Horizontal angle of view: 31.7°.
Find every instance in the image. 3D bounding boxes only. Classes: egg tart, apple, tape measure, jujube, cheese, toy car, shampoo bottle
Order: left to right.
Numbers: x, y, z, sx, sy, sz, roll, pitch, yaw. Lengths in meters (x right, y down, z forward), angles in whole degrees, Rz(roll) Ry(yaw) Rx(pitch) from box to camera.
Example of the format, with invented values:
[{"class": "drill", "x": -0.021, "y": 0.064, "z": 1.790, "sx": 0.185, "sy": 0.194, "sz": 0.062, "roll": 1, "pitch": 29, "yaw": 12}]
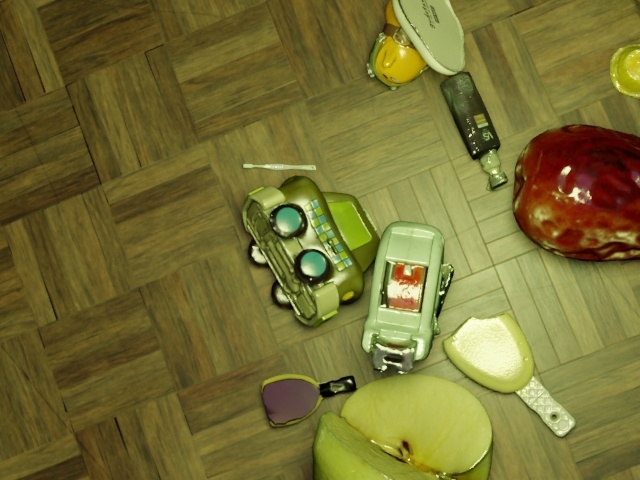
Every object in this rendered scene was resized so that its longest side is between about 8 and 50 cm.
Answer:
[{"class": "cheese", "x": -0.018, "y": 0.264, "z": 1.945, "sx": 0.162, "sy": 0.036, "sz": 0.086, "roll": -15, "pitch": 79, "yaw": 5}, {"class": "toy car", "x": 0.000, "y": 0.000, "z": 1.917, "sx": 0.198, "sy": 0.204, "sz": 0.248, "roll": -28, "pitch": 82, "yaw": -21}, {"class": "apple", "x": 0.126, "y": 0.372, "z": 1.810, "sx": 0.257, "sy": 0.295, "sz": 0.233, "roll": 17, "pitch": 124, "yaw": 26}, {"class": "tape measure", "x": 0.146, "y": 0.095, "z": 1.840, "sx": 0.125, "sy": 0.243, "sz": 0.246, "roll": 10, "pitch": 86, "yaw": 7}, {"class": "shampoo bottle", "x": 0.270, "y": -0.187, "z": 1.951, "sx": 0.057, "sy": 0.063, "sz": 0.208, "roll": -20, "pitch": 80, "yaw": -6}, {"class": "cheese", "x": 0.331, "y": 0.225, "z": 1.904, "sx": 0.127, "sy": 0.050, "sz": 0.255, "roll": -45, "pitch": 83, "yaw": -1}, {"class": "jujube", "x": 0.475, "y": -0.071, "z": 1.849, "sx": 0.318, "sy": 0.223, "sz": 0.223, "roll": 10, "pitch": 85, "yaw": 0}, {"class": "egg tart", "x": 0.550, "y": -0.296, "z": 1.939, "sx": 0.105, "sy": 0.039, "sz": 0.105, "roll": -1, "pitch": 82, "yaw": 6}]

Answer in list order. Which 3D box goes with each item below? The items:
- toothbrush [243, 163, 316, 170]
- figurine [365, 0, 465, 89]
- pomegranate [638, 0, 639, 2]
[{"class": "toothbrush", "x": -0.073, "y": -0.131, "z": 2.007, "sx": 0.131, "sy": 0.013, "sz": 0.011, "roll": 2, "pitch": 94, "yaw": 6}, {"class": "figurine", "x": 0.146, "y": -0.365, "z": 1.976, "sx": 0.141, "sy": 0.166, "sz": 0.250, "roll": -35, "pitch": 50, "yaw": 37}, {"class": "pomegranate", "x": 0.615, "y": -0.500, "z": 1.842, "sx": 0.281, "sy": 0.281, "sz": 0.281, "roll": -1, "pitch": 84, "yaw": 7}]
